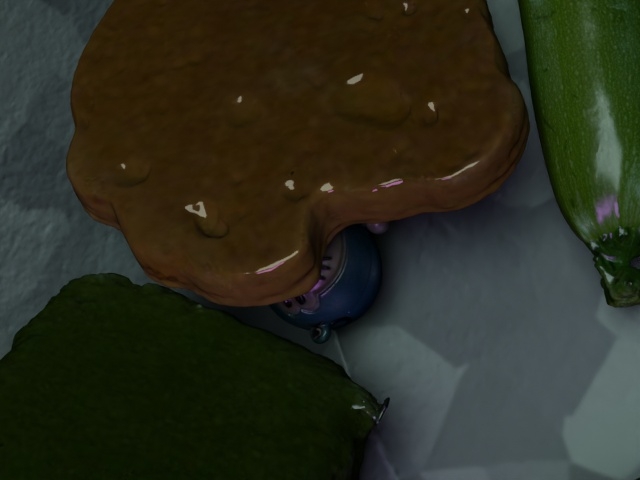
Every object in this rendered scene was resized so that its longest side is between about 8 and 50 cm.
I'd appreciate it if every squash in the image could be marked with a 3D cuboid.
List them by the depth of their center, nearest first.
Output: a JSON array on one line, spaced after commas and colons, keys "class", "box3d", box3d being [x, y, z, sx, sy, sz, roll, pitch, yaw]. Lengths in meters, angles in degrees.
[{"class": "squash", "box3d": [0.184, -0.141, 1.011, 0.101, 0.101, 0.379, -11, 73, 14]}]

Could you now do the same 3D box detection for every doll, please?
[{"class": "doll", "box3d": [0.000, 0.000, 1.045, 0.114, 0.085, 0.152, -14, 64, 37]}]

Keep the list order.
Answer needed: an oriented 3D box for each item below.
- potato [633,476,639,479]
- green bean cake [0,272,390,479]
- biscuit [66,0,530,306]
[{"class": "potato", "box3d": [0.227, 0.237, 0.886, 0.307, 0.173, 0.210, -28, 71, 7]}, {"class": "green bean cake", "box3d": [-0.111, 0.166, 0.955, 0.246, 0.156, 0.250, 20, 41, 9]}, {"class": "biscuit", "box3d": [-0.027, -0.102, 1.036, 0.312, 0.057, 0.351, -42, 53, -6]}]
